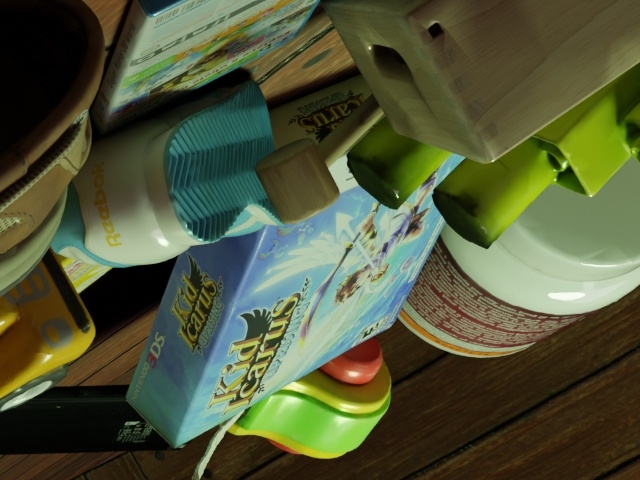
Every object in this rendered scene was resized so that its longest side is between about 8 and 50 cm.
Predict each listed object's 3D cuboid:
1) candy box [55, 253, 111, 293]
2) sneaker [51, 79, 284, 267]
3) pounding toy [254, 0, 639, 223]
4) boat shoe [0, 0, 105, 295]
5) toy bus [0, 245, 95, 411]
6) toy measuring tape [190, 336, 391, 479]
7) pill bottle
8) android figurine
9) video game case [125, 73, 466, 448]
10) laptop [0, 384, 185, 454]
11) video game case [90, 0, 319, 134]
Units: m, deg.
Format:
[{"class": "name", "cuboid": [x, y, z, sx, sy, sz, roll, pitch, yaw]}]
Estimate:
[{"class": "candy box", "cuboid": [-0.187, 0.029, 1.216, 0.206, 0.027, 0.105, -35, 171, 33]}, {"class": "sneaker", "cuboid": [-0.080, -0.036, 0.998, 0.092, 0.087, 0.229, -11, -178, 16]}, {"class": "pounding toy", "cuboid": [0.046, -0.099, 0.902, 0.206, 0.094, 0.181, -34, -162, -9]}, {"class": "boat shoe", "cuboid": [-0.190, -0.007, 0.520, 0.324, 0.123, 0.116, -34, 171, -45]}, {"class": "toy bus", "cuboid": [-0.270, 0.090, 0.925, 0.333, 0.108, 0.130, -34, 172, 32]}, {"class": "toy measuring tape", "cuboid": [-0.016, 0.143, 1.415, 0.121, 0.121, 0.330, -34, -167, 27]}, {"class": "pill bottle", "cuboid": [0.189, -0.029, 1.651, 0.224, 0.224, 0.392, -29, 175, -14]}, {"class": "android figurine", "cuboid": [0.143, -0.111, 0.995, 0.273, 0.056, 0.248, -45, -147, -15]}, {"class": "video game case", "cuboid": [0.000, 0.000, 1.293, 0.244, 0.061, 0.269, -25, 150, -42]}, {"class": "laptop", "cuboid": [-0.162, 0.052, 1.592, 0.408, 0.236, 0.382, -1, 167, -10]}, {"class": "video game case", "cuboid": [-0.045, -0.105, 0.855, 0.119, 0.015, 0.166, -29, 174, -19]}]
